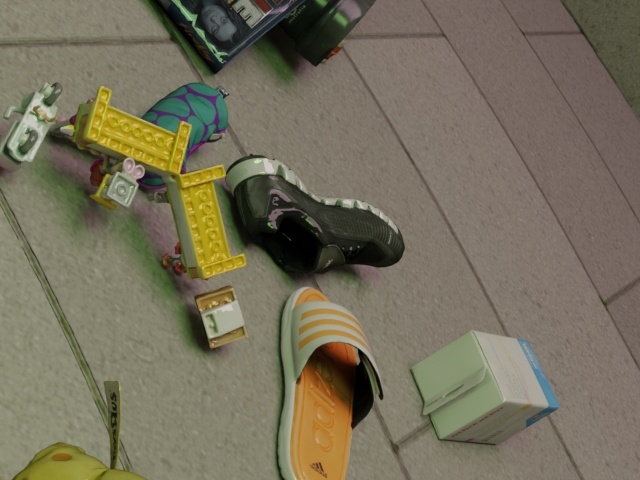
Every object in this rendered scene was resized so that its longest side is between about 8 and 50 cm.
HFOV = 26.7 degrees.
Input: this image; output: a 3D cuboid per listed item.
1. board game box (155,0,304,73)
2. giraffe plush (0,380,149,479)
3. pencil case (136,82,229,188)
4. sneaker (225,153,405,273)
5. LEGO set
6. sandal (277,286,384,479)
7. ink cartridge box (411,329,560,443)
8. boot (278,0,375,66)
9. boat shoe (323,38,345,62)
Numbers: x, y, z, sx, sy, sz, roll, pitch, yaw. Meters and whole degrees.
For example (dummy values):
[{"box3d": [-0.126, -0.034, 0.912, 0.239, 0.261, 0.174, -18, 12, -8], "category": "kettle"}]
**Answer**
[{"box3d": [-0.077, -0.325, 1.510, 0.243, 0.042, 0.165, -43, 99, -18], "category": "board game box"}, {"box3d": [-0.189, 0.192, 0.804, 0.170, 0.181, 0.210, -1, 68, -34], "category": "giraffe plush"}, {"box3d": [-0.138, -0.103, 1.305, 0.070, 0.064, 0.152, 35, 29, -1], "category": "pencil case"}, {"box3d": [0.000, 0.000, 1.401, 0.234, 0.078, 0.106, 25, 41, -38], "category": "sneaker"}, {"box3d": [-0.161, -0.032, 1.191, 0.287, 0.107, 0.132, 46, 62, -26], "category": "LEGO set"}, {"box3d": [0.019, 0.137, 1.267, 0.102, 0.076, 0.265, 39, 30, -27], "category": "sandal"}, {"box3d": [0.176, 0.161, 1.474, 0.143, 0.092, 0.090, 16, 45, -52], "category": "ink cartridge box"}, {"box3d": [-0.081, -0.467, 1.682, 0.445, 0.146, 0.367, 43, 35, -7], "category": "boot"}, {"box3d": [-0.002, -0.294, 1.768, 0.049, 0.043, 0.137, 23, 39, -43], "category": "boat shoe"}]
